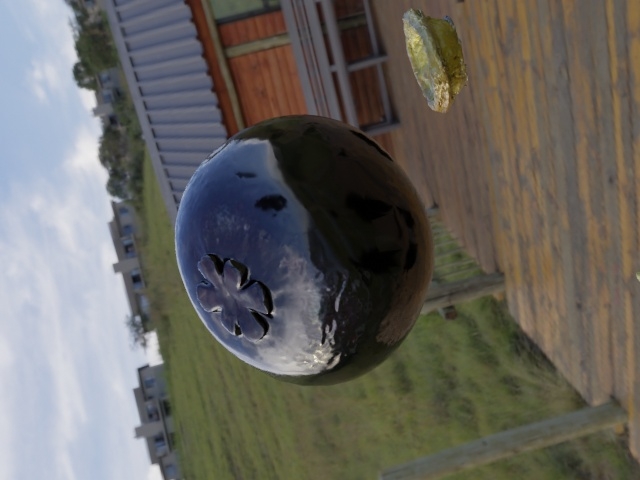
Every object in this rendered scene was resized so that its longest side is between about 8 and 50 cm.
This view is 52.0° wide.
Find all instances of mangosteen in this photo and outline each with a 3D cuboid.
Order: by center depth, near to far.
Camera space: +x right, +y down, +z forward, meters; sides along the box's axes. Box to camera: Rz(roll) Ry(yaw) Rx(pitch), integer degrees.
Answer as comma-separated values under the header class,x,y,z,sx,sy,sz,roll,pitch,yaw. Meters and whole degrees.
class,x,y,z,sx,sy,sz,roll,pitch,yaw
mangosteen,0.000,0.000,0.967,0.435,0.382,0.381,-33,-66,-53

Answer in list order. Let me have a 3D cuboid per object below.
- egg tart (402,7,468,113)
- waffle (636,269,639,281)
class,x,y,z,sx,sy,sz,roll,pitch,yaw
egg tart,0.200,-0.309,1.121,0.191,0.074,0.191,-17,-90,-88
waffle,0.547,0.019,0.862,0.219,0.229,0.057,50,-164,27
